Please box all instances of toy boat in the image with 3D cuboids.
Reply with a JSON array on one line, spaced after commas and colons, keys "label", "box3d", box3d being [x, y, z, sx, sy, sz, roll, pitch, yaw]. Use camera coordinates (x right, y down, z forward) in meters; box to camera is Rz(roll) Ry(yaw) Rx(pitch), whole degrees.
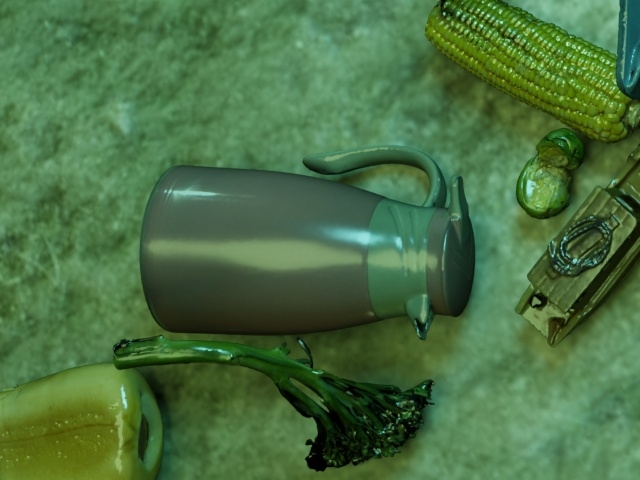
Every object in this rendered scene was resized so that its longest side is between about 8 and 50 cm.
[{"label": "toy boat", "box3d": [0.225, -0.005, 1.370, 0.057, 0.077, 0.200, 44, 108, 22]}]

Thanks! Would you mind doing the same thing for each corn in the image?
[{"label": "corn", "box3d": [0.174, -0.143, 1.405, 0.203, 0.072, 0.072, 31, 103, 26]}]

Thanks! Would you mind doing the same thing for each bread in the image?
[{"label": "bread", "box3d": [-0.220, 0.184, 1.598, 0.173, 0.085, 0.134, -10, 81, 29]}]

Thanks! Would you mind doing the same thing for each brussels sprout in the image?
[{"label": "brussels sprout", "box3d": [0.188, -0.057, 1.400, 0.046, 0.051, 0.083, 16, 130, -10]}]

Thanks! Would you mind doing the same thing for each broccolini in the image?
[{"label": "broccolini", "box3d": [-0.047, 0.133, 1.451, 0.271, 0.062, 0.123, 14, 122, -14]}]

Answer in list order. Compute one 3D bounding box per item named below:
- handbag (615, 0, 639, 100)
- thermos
[{"label": "handbag", "box3d": [0.271, -0.164, 1.268, 0.057, 0.221, 0.144, -6, 88, 29]}, {"label": "thermos", "box3d": [0.000, 0.000, 1.465, 0.265, 0.146, 0.176, 1, 64, 20]}]
